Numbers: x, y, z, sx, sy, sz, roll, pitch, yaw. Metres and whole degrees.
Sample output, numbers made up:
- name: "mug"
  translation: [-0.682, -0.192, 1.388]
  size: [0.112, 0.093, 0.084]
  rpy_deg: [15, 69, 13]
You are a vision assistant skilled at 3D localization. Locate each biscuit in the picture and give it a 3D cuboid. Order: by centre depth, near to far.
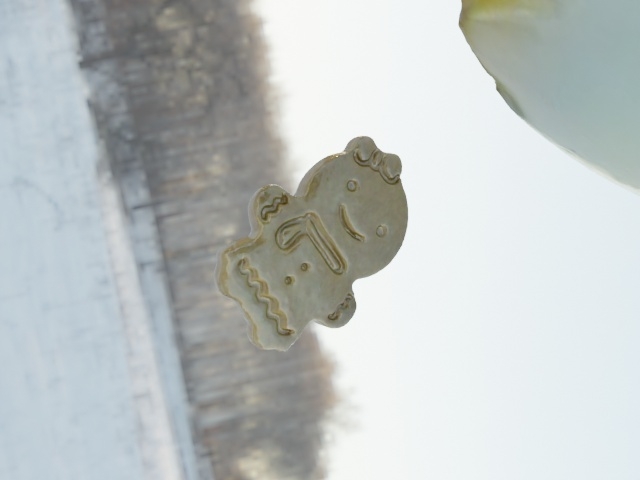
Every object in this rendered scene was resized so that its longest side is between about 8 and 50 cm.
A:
- name: "biscuit"
  translation: [0.000, 0.006, 1.209]
  size: [0.027, 0.184, 0.133]
  rpy_deg: [14, -52, 61]

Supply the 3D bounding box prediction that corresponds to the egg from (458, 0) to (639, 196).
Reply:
- name: "egg"
  translation: [0.211, -0.118, 0.694]
  size: [0.286, 0.264, 0.174]
  rpy_deg: [48, 8, -46]
